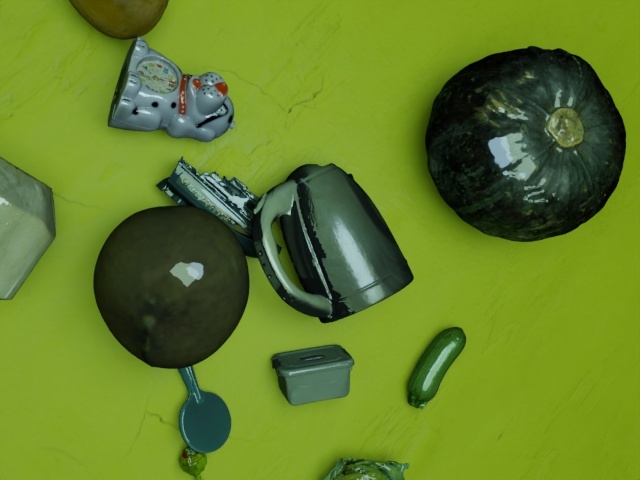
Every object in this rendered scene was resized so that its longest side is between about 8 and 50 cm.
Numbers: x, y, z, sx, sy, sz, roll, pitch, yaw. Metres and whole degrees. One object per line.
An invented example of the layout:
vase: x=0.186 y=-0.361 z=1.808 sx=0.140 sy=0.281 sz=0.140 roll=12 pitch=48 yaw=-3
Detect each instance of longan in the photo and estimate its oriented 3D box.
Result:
longan: x=-0.287 y=0.087 z=1.291 sx=0.319 sy=0.319 sz=0.318 roll=0 pitch=89 yaw=-16

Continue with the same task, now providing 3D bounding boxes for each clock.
clock: x=-0.292 y=-0.286 z=1.366 sx=0.254 sy=0.189 sz=0.188 roll=16 pitch=85 yaw=-20

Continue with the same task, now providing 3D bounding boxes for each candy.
candy: x=-0.262 y=0.533 z=1.423 sx=0.058 sy=0.062 sz=0.193 roll=-13 pitch=103 yaw=-14

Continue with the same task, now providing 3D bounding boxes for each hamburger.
hamburger: x=0.106 y=0.582 z=1.481 sx=0.235 sy=0.125 sz=0.214 roll=-21 pitch=105 yaw=-2

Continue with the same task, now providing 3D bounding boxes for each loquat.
loquat: x=-0.404 y=-0.509 z=1.310 sx=0.208 sy=0.208 sz=0.207 roll=0 pitch=89 yaw=-16

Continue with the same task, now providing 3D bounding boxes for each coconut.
coconut: x=-0.650 y=-0.025 z=1.193 sx=0.323 sy=0.323 sz=0.322 roll=0 pitch=89 yaw=-16

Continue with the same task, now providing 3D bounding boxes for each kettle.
kettle: x=0.000 y=0.000 z=1.399 sx=0.321 sy=0.228 sz=0.324 roll=-27 pitch=92 yaw=-36

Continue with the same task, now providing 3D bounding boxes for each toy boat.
toy boat: x=-0.196 y=-0.069 z=1.410 sx=0.296 sy=0.114 sz=0.122 roll=39 pitch=88 yaw=-13

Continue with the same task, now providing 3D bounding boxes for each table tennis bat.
table tennis bat: x=-0.258 y=0.354 z=1.415 sx=0.124 sy=0.033 sz=0.201 roll=-19 pitch=86 yaw=-44

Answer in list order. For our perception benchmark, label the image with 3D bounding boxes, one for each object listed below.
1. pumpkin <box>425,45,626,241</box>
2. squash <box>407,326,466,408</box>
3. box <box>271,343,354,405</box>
pumpkin: x=0.454 y=-0.214 z=1.483 sx=0.455 sy=0.344 sz=0.453 roll=2 pitch=83 yaw=-18
squash: x=0.272 y=0.297 z=1.565 sx=0.077 sy=0.068 sz=0.219 roll=35 pitch=81 yaw=-18
box: x=-0.016 y=0.299 z=1.460 sx=0.172 sy=0.124 sz=0.092 roll=-6 pitch=102 yaw=-15
